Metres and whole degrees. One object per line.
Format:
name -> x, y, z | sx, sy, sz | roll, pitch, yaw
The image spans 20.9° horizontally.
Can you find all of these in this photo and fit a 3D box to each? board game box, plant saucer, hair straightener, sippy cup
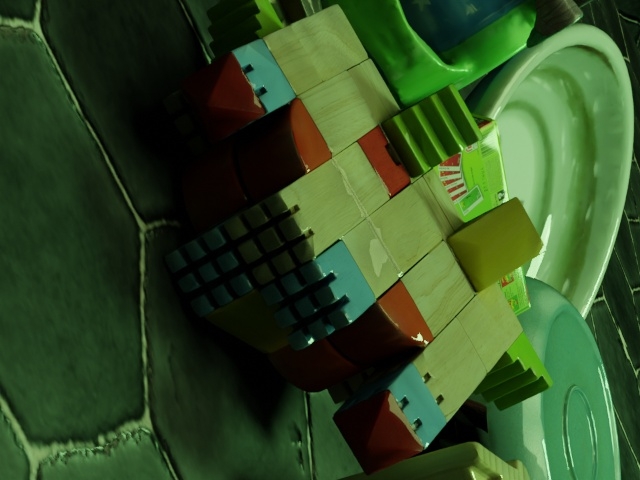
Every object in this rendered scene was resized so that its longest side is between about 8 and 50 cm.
board game box -> 0.117, -0.007, 1.465 | 0.092, 0.043, 0.181 | -28, 119, -28
plant saucer -> 0.225, 0.187, 1.608 | 0.317, 0.044, 0.317 | -8, 90, -66
plant saucer -> 0.174, -0.023, 1.679 | 0.400, 0.101, 0.400 | -35, 134, -45
hair straightener -> 0.152, 0.215, 1.651 | 0.089, 0.047, 0.230 | -67, 161, -10
sippy cup -> 0.070, -0.245, 1.585 | 0.224, 0.240, 0.305 | 58, -17, -8

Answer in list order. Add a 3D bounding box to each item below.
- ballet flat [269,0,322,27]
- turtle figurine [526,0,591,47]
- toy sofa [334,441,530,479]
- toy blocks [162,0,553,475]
ballet flat -> -0.034, -0.187, 1.436 | 0.068, 0.072, 0.213 | -32, 102, -61
turtle figurine -> 0.150, -0.286, 1.454 | 0.175, 0.118, 0.234 | -39, 100, -34
toy sofa -> 0.103, 0.336, 1.195 | 0.177, 0.150, 0.362 | 37, 38, -57
toy blocks -> 0.000, 0.000, 1.220 | 0.381, 0.191, 0.261 | 60, 28, -3
